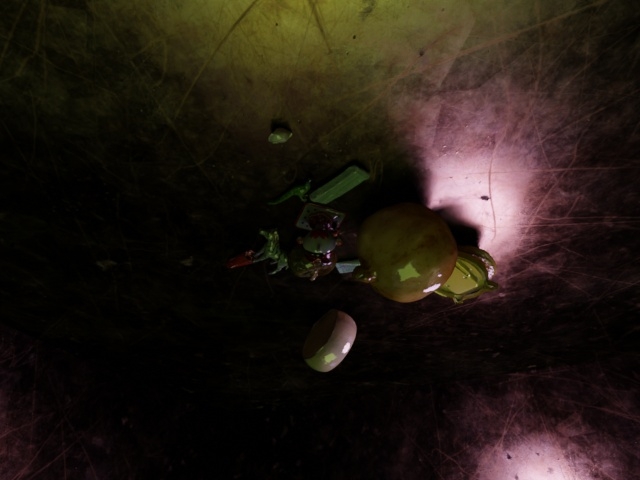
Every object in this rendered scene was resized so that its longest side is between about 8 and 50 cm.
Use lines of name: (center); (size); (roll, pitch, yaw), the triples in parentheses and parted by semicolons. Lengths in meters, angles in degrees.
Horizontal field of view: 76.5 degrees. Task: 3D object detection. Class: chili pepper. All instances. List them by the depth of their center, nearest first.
chili pepper: (-0.371, 0.092, 1.839); (0.169, 0.064, 0.088); (-19, 164, 33)

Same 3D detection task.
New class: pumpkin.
pumpkin: (-0.034, 0.093, 1.726); (0.219, 0.162, 0.219); (-7, 159, -3)

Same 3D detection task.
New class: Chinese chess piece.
Chinese chess piece: (0.044, 0.530, 2.165); (0.141, 0.338, 0.338); (36, 132, -11)

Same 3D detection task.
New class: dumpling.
dumpling: (-0.130, -0.329, 1.302); (0.052, 0.076, 0.057); (28, 135, 3)

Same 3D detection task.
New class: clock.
clock: (0.565, 0.141, 1.717); (0.294, 0.071, 0.277); (40, 141, -15)

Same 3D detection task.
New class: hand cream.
hand cream: (0.234, 0.104, 1.844); (0.332, 0.058, 0.085); (-13, 142, 15)

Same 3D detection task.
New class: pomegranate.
pomegranate: (0.293, 0.054, 1.517); (0.411, 0.409, 0.409); (0, 141, 0)

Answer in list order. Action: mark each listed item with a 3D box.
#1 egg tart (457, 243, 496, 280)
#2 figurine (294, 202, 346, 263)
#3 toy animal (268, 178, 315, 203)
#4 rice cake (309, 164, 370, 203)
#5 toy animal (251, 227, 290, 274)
egg tart: (0.625, 0.107, 1.801); (0.291, 0.115, 0.290); (6, 137, 5)
figurine: (0.000, 0.000, 1.581); (0.184, 0.225, 0.160); (13, 138, -16)
toy animal: (-0.097, -0.167, 1.522); (0.217, 0.041, 0.075); (-25, 138, 34)
rice cake: (0.067, -0.198, 1.468); (0.226, 0.040, 0.085); (-29, 151, 31)
toy animal: (-0.222, 0.055, 1.765); (0.170, 0.089, 0.255); (-15, 142, 13)
